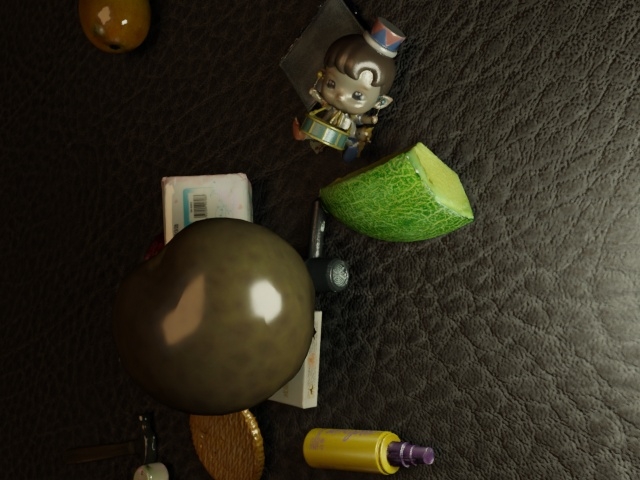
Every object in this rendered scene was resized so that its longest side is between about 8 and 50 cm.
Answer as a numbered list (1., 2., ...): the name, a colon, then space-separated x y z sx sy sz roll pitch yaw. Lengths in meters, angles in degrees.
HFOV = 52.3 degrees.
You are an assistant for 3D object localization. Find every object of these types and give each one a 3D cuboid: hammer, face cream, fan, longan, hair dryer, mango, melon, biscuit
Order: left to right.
1. hammer: -0.604 0.594 1.845 0.440 0.044 0.168 -20 73 39
2. mango: -0.582 -0.663 1.825 0.211 0.173 0.317 -38 57 32
3. longan: -0.194 0.150 1.240 0.404 0.405 0.336 -51 18 26
4. biscuit: -0.216 0.455 1.499 0.254 0.035 0.253 11 106 40
5. fan: -0.008 -0.227 1.409 0.056 0.004 0.083 -44 60 30
6. hair dryer: 0.000 0.000 1.357 0.124 0.071 0.219 -5 75 39
7. face cream: 0.090 0.400 1.236 0.273 0.078 0.078 -11 80 40
8. melon: 0.108 -0.075 1.229 0.323 0.196 0.124 -14 43 47

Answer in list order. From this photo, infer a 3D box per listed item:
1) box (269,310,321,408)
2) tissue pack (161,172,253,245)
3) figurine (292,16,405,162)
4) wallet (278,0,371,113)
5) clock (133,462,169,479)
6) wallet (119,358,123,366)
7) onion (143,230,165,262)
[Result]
1. box: -0.152 0.243 1.471 0.365 0.051 0.204 2 88 41
2. tissue pack: -0.251 -0.010 1.479 0.124 0.202 0.271 125 141 -80
3. figurine: 0.059 -0.295 1.252 0.161 0.158 0.275 24 100 10
4. wallet: 0.012 -0.400 1.385 0.222 0.036 0.167 -47 61 30
5. clock: -0.430 0.745 1.644 0.284 0.114 0.309 41 111 36
6. wallet: -0.349 0.238 1.466 0.044 0.317 0.169 0 65 15
7. onion: -0.367 0.044 1.612 0.227 0.120 0.283 5 82 53
